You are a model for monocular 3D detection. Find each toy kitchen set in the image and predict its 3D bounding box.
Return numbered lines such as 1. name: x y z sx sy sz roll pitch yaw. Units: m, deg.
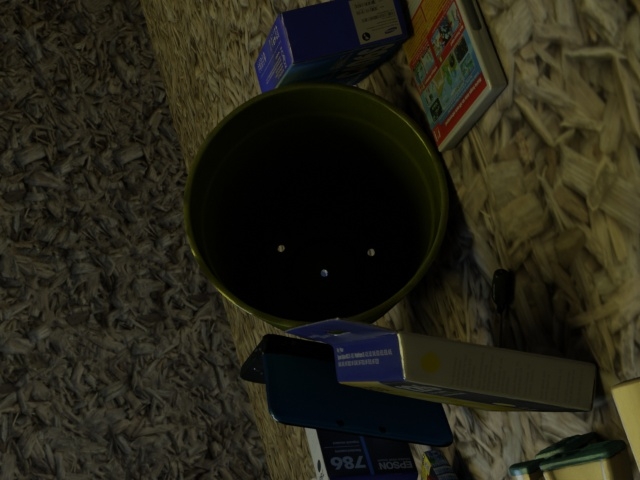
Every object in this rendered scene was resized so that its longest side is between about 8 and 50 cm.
1. toy kitchen set: 0.311 0.210 1.035 0.207 0.166 0.122 -24 79 38

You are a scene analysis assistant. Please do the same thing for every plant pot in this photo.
1. plant pot: 0.000 0.000 1.518 0.353 0.366 0.367 83 169 -71

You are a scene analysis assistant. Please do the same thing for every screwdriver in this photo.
1. screwdriver: 0.235 0.104 1.295 0.025 0.024 0.170 28 140 31

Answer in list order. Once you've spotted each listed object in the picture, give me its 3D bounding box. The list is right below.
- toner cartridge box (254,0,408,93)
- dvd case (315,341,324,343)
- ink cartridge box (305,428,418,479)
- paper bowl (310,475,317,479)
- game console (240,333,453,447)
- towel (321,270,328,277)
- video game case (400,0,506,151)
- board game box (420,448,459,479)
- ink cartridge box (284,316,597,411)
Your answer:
1. toner cartridge box: 0.004 -0.278 1.452 0.348 0.165 0.075 173 83 -81
2. dvd case: 0.033 0.305 2.207 0.179 0.029 0.239 -134 34 -63
3. ink cartridge box: 0.064 0.344 1.706 0.333 0.165 0.065 -107 24 -43
4. paper bowl: 0.088 0.612 2.051 0.284 0.148 0.284 166 90 -75
5. game console: 0.031 0.263 1.570 0.250 0.293 0.173 125 153 -57
6. towel: -0.008 -0.003 2.081 0.243 0.040 0.336 -153 53 -73
7. video game case: 0.146 -0.280 1.257 0.204 0.025 0.285 124 131 -70
8. board game box: 0.226 0.466 1.583 0.194 0.060 0.194 -121 23 -47
9. ink cartridge box: 0.127 0.159 1.203 0.303 0.307 0.072 148 131 -75
